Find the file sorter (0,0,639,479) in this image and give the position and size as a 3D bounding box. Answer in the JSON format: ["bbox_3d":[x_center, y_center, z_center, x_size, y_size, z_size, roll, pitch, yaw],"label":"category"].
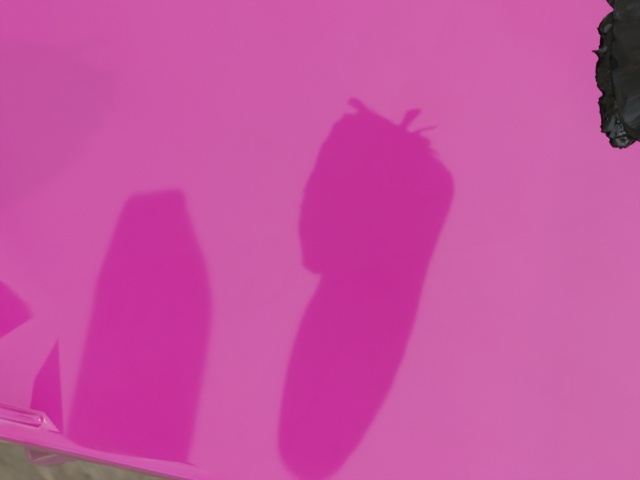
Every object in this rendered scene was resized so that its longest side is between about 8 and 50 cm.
[{"bbox_3d":[0.000,0.000,0.698,0.290,0.182,0.202,15,77,-17],"label":"file sorter"}]

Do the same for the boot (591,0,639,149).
[{"bbox_3d":[0.115,-0.041,0.488,0.045,0.099,0.121,46,48,-41],"label":"boot"}]
